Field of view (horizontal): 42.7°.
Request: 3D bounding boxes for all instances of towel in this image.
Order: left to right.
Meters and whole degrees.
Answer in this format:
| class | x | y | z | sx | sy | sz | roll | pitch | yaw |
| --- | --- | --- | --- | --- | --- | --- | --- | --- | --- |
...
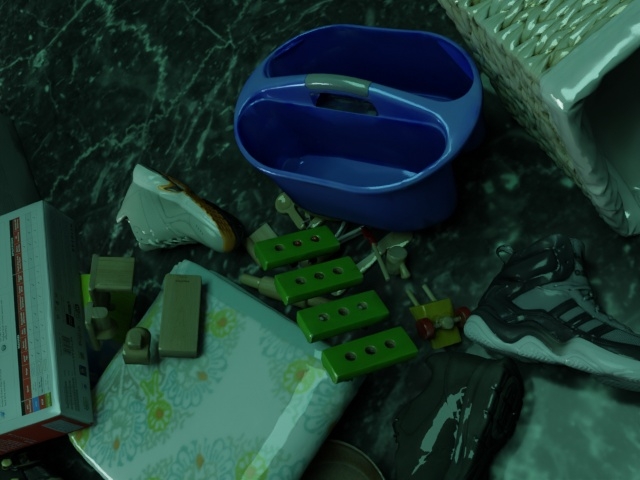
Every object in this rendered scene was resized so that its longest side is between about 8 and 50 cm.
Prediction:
| class | x | y | z | sx | sy | sz | roll | pitch | yaw |
| --- | --- | --- | --- | --- | --- | --- | --- | --- | --- |
| towel | -0.154 | 0.222 | 1.110 | 0.374 | 0.090 | 0.320 | 27 | 81 | 41 |

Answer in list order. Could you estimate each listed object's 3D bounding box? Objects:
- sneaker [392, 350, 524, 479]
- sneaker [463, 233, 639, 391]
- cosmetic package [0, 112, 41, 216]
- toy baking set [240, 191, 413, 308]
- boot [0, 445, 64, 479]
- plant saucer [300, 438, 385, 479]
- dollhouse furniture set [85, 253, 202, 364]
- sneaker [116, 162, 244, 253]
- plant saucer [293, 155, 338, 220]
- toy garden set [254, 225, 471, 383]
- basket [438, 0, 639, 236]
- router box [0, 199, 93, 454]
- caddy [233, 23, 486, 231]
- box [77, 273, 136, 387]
| class | x | y | z | sx | sy | sz | roll | pitch | yaw |
| --- | --- | --- | --- | --- | --- | --- | --- | --- | --- |
| sneaker | 0.136 | 0.261 | 0.961 | 0.130 | 0.109 | 0.286 | 12 | 66 | 38 |
| sneaker | 0.304 | 0.076 | 0.935 | 0.269 | 0.101 | 0.153 | 11 | 78 | 34 |
| cosmetic package | -0.625 | -0.129 | 1.413 | 0.097 | 0.284 | 0.377 | -38 | 56 | 11 |
| toy baking set | -0.004 | 0.006 | 1.174 | 0.256 | 0.030 | 0.196 | 20 | 80 | 33 |
| boot | -0.476 | 0.278 | 1.252 | 0.377 | 0.138 | 0.284 | -45 | 59 | -2 |
| plant saucer | 0.006 | 0.351 | 1.021 | 0.199 | 0.036 | 0.198 | -11 | 66 | 25 |
| dollhouse furniture set | -0.245 | 0.114 | 1.156 | 0.151 | 0.123 | 0.144 | 2 | 59 | -5 |
| sneaker | -0.223 | -0.021 | 1.276 | 0.262 | 0.099 | 0.121 | 31 | 94 | 42 |
| plant saucer | 0.044 | -0.142 | 1.189 | 0.241 | 0.037 | 0.240 | -12 | 59 | 20 |
| toy garden set | 0.054 | 0.073 | 1.052 | 0.204 | 0.049 | 0.244 | -14 | 45 | -22 |
| basket | 0.353 | -0.239 | 0.914 | 0.331 | 0.328 | 0.266 | -42 | 52 | 7 |
| router box | -0.497 | 0.144 | 1.194 | 0.301 | 0.082 | 0.335 | -19 | 64 | 11 |
| caddy | 0.051 | -0.158 | 1.062 | 0.341 | 0.179 | 0.241 | 14 | 70 | 30 |
| box | -0.341 | 0.152 | 1.247 | 0.043 | 0.109 | 0.178 | -3 | 68 | 23 |
